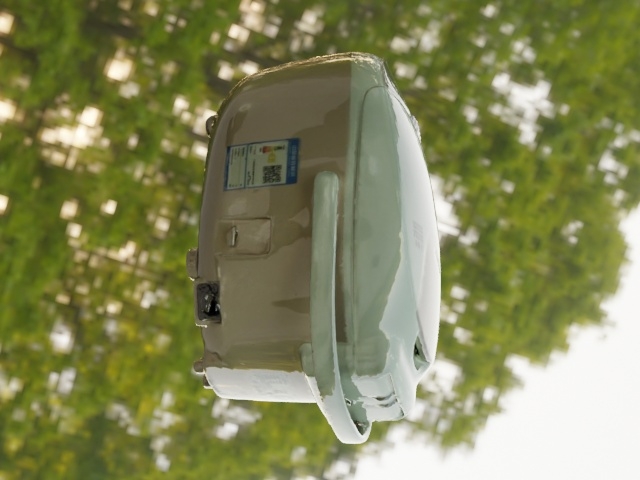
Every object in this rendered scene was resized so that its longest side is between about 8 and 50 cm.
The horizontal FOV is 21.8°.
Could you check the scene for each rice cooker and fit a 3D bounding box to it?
[{"bbox_3d":[0.000,0.000,0.872,0.127,0.145,0.206,1,-116,12],"label":"rice cooker"}]
